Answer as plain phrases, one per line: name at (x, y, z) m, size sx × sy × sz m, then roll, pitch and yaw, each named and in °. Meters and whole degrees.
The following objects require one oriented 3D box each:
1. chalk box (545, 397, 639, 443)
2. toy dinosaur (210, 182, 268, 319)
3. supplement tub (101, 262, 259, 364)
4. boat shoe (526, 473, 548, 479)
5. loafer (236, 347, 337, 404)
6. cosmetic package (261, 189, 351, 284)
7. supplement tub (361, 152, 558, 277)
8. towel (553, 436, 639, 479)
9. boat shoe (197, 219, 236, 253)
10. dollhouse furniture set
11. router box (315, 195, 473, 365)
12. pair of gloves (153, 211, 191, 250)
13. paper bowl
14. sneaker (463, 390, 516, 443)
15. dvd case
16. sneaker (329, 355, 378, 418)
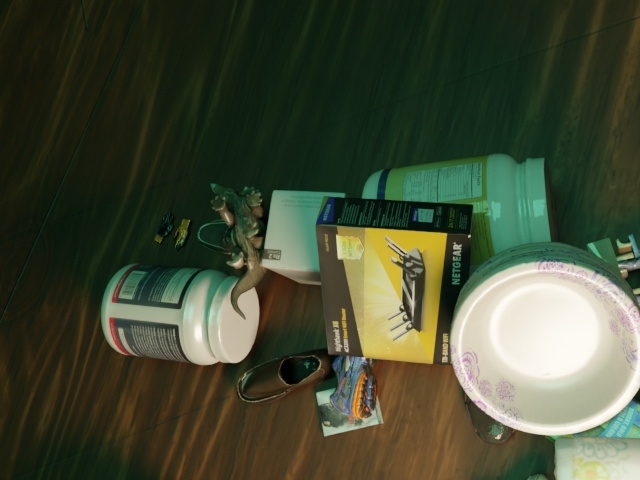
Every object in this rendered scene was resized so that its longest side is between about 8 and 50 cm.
chalk box at (0.496, 0.327, 1.305) m, size 0.213 × 0.132 × 0.132 m, roll 33°, pitch 90°, yaw 26°
toy dinosaur at (-0.135, -0.001, 1.550) m, size 0.121 × 0.160 × 0.313 m, roll -20°, pitch 69°, yaw 7°
supplement tub at (-0.281, 0.148, 1.622) m, size 0.272 × 0.191 × 0.191 m, roll 4°, pitch 78°, yaw 22°
boat shoe at (0.299, 0.480, 1.373) m, size 0.081 × 0.079 × 0.227 m, roll 36°, pitch 95°, yaw 21°
loafer at (-0.075, 0.259, 1.575) m, size 0.220 × 0.078 × 0.080 m, roll -25°, pitch 69°, yaw 14°
cosmetic package at (0.000, 0.000, 1.552) m, size 0.151 × 0.184 × 0.151 m, roll 3°, pitch 78°, yaw 22°
supplement tub at (0.251, -0.032, 1.437) m, size 0.316 × 0.228 × 0.228 m, roll -6°, pitch 75°, yaw 20°
towel at (0.505, 0.477, 1.161) m, size 0.321 × 0.090 × 0.374 m, roll -3°, pitch 83°, yaw 19°
boat shoe at (-0.164, -0.011, 1.679) m, size 0.224 × 0.073 × 0.080 m, roll 8°, pitch 80°, yaw 23°
dollhouse furniture set at (0.526, 0.067, 1.328) m, size 0.129 × 0.184 × 0.129 m, roll -18°, pitch 71°, yaw 16°
router box at (0.126, 0.074, 1.352) m, size 0.243 × 0.308 × 0.081 m, roll 4°, pitch 41°, yaw 12°
pair of gloves at (-0.326, -0.021, 1.781) m, size 0.083 × 0.010 × 0.074 m, roll 19°, pitch 86°, yaw 27°
paper bowl at (0.345, 0.141, 1.237) m, size 0.284 × 0.148 × 0.284 m, roll 4°, pitch 108°, yaw 12°
sneaker at (0.289, 0.208, 1.398) m, size 0.106 × 0.162 × 0.281 m, roll -3°, pitch 76°, yaw 21°
dvd case at (0.055, 0.320, 1.545) m, size 0.119 × 0.013 × 0.087 m, roll -16°, pitch 72°, yaw 16°
sneaker at (0.062, 0.222, 1.524) m, size 0.087 × 0.083 × 0.221 m, roll -2°, pitch 65°, yaw 29°
